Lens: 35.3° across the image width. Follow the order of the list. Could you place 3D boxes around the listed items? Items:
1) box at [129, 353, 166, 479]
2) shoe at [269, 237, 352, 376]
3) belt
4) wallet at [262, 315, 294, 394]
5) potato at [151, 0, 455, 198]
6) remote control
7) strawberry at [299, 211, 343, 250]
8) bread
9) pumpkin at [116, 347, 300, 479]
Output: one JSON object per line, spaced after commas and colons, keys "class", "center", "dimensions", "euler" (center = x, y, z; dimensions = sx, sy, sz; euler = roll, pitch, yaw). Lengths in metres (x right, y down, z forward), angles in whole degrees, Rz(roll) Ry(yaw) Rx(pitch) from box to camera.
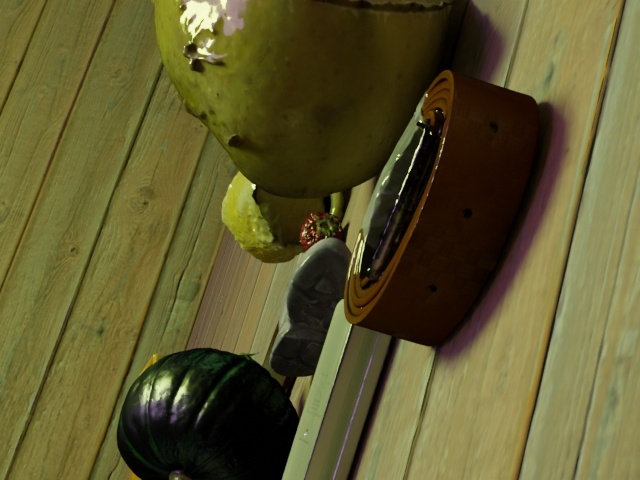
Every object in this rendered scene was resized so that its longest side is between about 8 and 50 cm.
{"class": "box", "center": [-0.194, 0.319, 1.524], "dimensions": [0.076, 0.174, 0.274], "euler": [-53, 29, 40]}
{"class": "shoe", "center": [-0.006, 0.071, 1.384], "dimensions": [0.138, 0.095, 0.245], "euler": [-85, 12, -47]}
{"class": "belt", "center": [0.110, -0.028, 0.951], "dimensions": [0.184, 0.105, 0.262], "euler": [-109, 37, -70]}
{"class": "wallet", "center": [-0.082, 0.253, 1.595], "dimensions": [0.137, 0.031, 0.255], "euler": [-143, 71, -74]}
{"class": "potato", "center": [-0.039, -0.222, 1.341], "dimensions": [0.442, 0.385, 0.320], "euler": [-68, -10, -69]}
{"class": "remote control", "center": [0.016, 0.203, 1.132], "dimensions": [0.103, 0.055, 0.277], "euler": [161, 127, -77]}
{"class": "strawberry", "center": [0.000, 0.000, 1.568], "dimensions": [0.083, 0.073, 0.073], "euler": [102, 179, -48]}
{"class": "bread", "center": [-0.060, -0.057, 1.677], "dimensions": [0.197, 0.197, 0.170], "euler": [-71, 17, -4]}
{"class": "pumpkin", "center": [-0.134, 0.237, 1.358], "dimensions": [0.248, 0.248, 0.248], "euler": [-160, 90, -80]}
